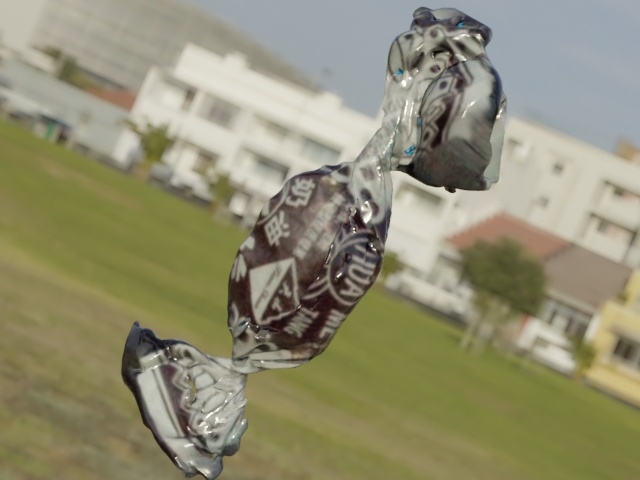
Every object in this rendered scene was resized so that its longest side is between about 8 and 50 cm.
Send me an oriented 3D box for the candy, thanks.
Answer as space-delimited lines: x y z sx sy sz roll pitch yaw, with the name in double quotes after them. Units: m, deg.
0.000 0.000 0.792 0.051 0.226 0.094 32 9 -46 "candy"
